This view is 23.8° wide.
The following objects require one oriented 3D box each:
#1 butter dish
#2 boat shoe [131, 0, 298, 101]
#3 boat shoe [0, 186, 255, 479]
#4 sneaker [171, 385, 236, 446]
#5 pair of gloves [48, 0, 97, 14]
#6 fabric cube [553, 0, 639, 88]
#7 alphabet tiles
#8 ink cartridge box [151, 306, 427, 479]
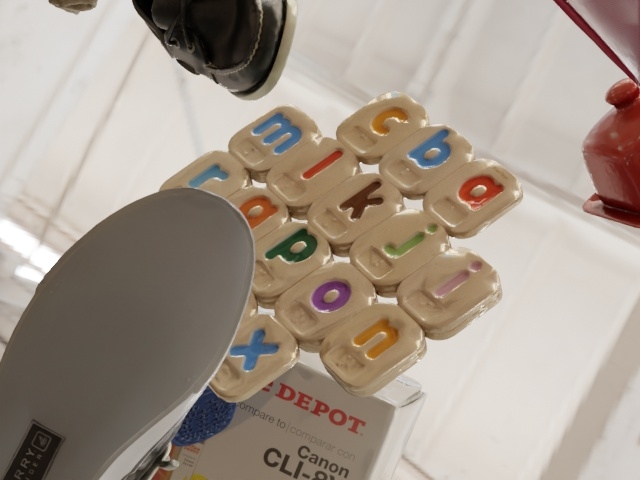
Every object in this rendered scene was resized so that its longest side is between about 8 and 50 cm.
[{"bbox_3d":[0.309,-0.100,1.425,0.160,0.118,0.160,-39,-164,-7],"label":"butter dish"},{"bbox_3d":[-0.118,-0.229,1.525,0.127,0.113,0.340,-69,-157,15],"label":"boat shoe"},{"bbox_3d":[-0.133,0.109,0.881,0.113,0.105,0.306,27,-91,7],"label":"boat shoe"},{"bbox_3d":[-0.141,0.126,1.544,0.081,0.232,0.090,-19,-121,-11],"label":"sneaker"},{"bbox_3d":[-0.191,-0.229,1.012,0.240,0.042,0.204,-8,-115,18],"label":"pair of gloves"},{"bbox_3d":[0.178,-0.280,0.788,0.254,0.258,0.259,-40,-111,-1],"label":"fabric cube"},{"bbox_3d":[0.000,0.000,1.155,0.278,0.021,0.284,-36,-132,-14],"label":"alphabet tiles"},{"bbox_3d":[-0.087,0.291,1.734,0.279,0.160,0.384,24,-83,13],"label":"ink cartridge box"}]
